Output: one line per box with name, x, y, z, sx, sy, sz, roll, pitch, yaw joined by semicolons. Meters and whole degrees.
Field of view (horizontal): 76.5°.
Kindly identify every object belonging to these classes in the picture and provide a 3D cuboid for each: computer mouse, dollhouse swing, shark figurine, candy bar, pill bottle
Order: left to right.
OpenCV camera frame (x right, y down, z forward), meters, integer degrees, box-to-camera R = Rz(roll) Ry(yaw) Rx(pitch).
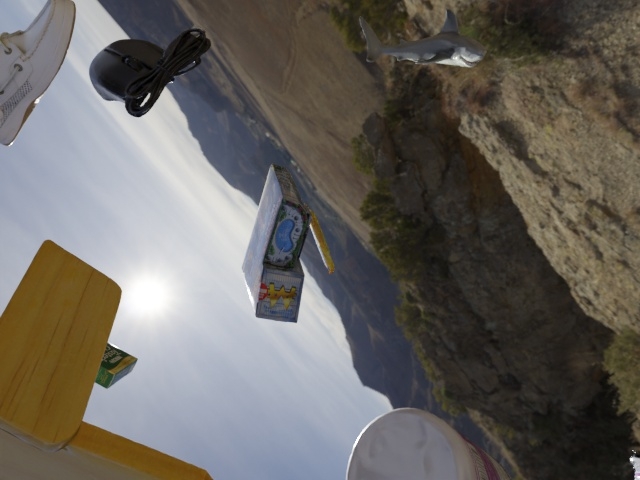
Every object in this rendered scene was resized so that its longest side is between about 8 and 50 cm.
dollhouse swing;-0.321;0.246;0.607;0.305;0.346;0.315;20;-142;-25
computer mouse;-0.327;-0.306;0.705;0.272;0.188;0.072;20;158;41
candy bar;0.000;0.000;0.767;0.040;0.018;0.161;-116;4;-49
shark figurine;0.235;-0.439;0.879;0.278;0.116;0.166;19;-152;28
pill bottle;0.180;0.365;0.571;0.301;0.169;0.169;45;-177;-36

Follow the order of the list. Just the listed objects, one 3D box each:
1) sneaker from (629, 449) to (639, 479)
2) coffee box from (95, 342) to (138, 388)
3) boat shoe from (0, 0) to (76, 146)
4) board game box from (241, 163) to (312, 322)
sneaker;0.508;0.367;0.637;0.069;0.038;0.098;-85;0;-54
coffee box;-0.518;0.253;0.907;0.184;0.040;0.113;29;-179;2
boat shoe;-0.485;-0.274;0.638;0.096;0.277;0.098;25;-155;-47
board game box;-0.059;0.015;0.581;0.060;0.194;0.194;11;-155;-19
